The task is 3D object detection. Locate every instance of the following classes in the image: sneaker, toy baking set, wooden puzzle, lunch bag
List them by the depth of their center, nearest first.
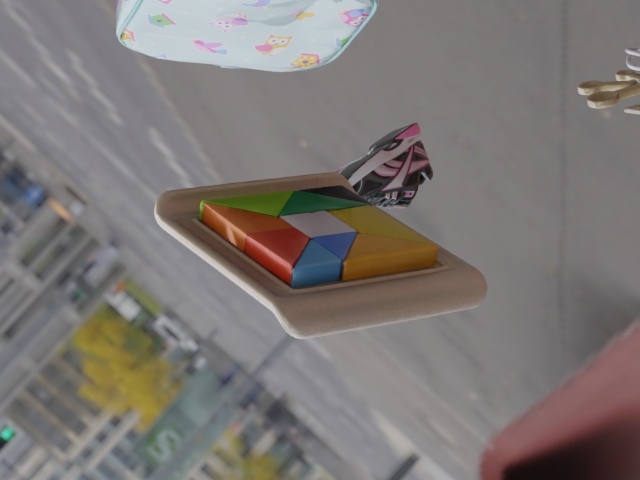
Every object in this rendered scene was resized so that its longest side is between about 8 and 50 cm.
[{"bbox_3d":[0.000,0.000,1.509,0.221,0.044,0.239,-8,-149,-34],"label":"wooden puzzle"},{"bbox_3d":[0.071,-0.064,1.874,0.072,0.178,0.077,-21,102,51],"label":"sneaker"},{"bbox_3d":[-0.078,-0.287,1.895,0.279,0.107,0.224,4,156,-21],"label":"lunch bag"},{"bbox_3d":[0.412,-0.198,1.953,0.197,0.256,0.030,11,120,40],"label":"toy baking set"}]
